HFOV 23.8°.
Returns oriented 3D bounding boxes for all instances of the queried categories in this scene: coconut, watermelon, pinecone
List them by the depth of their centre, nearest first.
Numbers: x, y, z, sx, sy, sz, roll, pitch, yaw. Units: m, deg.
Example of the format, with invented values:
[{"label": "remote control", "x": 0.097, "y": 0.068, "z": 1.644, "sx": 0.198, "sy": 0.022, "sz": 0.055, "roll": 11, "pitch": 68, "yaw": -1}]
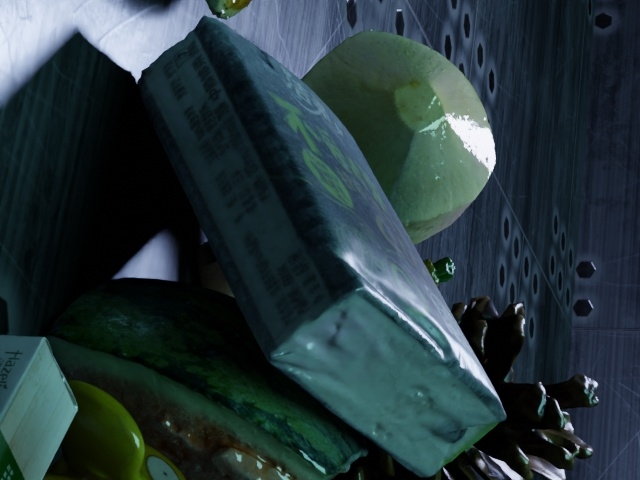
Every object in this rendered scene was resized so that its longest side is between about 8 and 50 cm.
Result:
[{"label": "watermelon", "x": -0.097, "y": 0.170, "z": 1.413, "sx": 0.250, "sy": 0.283, "sz": 0.293, "roll": -44, "pitch": 159, "yaw": -44}, {"label": "coconut", "x": 0.073, "y": -0.112, "z": 1.765, "sx": 0.259, "sy": 0.259, "sz": 0.259, "roll": 0, "pitch": 90, "yaw": -70}, {"label": "pinecone", "x": 0.169, "y": 0.211, "z": 1.895, "sx": 0.384, "sy": 0.384, "sz": 0.385, "roll": 0, "pitch": 90, "yaw": -70}]

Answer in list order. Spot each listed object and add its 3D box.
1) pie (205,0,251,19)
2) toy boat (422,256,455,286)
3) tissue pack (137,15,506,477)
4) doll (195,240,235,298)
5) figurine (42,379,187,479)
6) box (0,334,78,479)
[{"label": "pie", "x": -0.105, "y": -0.347, "z": 1.526, "sx": 0.201, "sy": 0.089, "sz": 0.248, "roll": -61, "pitch": 148, "yaw": -73}, {"label": "toy boat", "x": 0.043, "y": 0.065, "z": 1.762, "sx": 0.088, "sy": 0.229, "sz": 0.089, "roll": 27, "pitch": 45, "yaw": -60}, {"label": "tissue pack", "x": 0.000, "y": 0.000, "z": 1.410, "sx": 0.288, "sy": 0.124, "sz": 0.394, "roll": 41, "pitch": 16, "yaw": -47}, {"label": "doll", "x": -0.047, "y": 0.103, "z": 1.669, "sx": 0.201, "sy": 0.156, "sz": 0.303, "roll": -34, "pitch": 110, "yaw": -18}, {"label": "figurine", "x": -0.196, "y": 0.223, "z": 1.125, "sx": 0.228, "sy": 0.215, "sz": 0.215, "roll": -49, "pitch": 139, "yaw": -33}, {"label": "box", "x": -0.265, "y": 0.153, "z": 1.007, "sx": 0.199, "sy": 0.135, "sz": 0.081, "roll": -69, "pitch": 152, "yaw": -43}]
